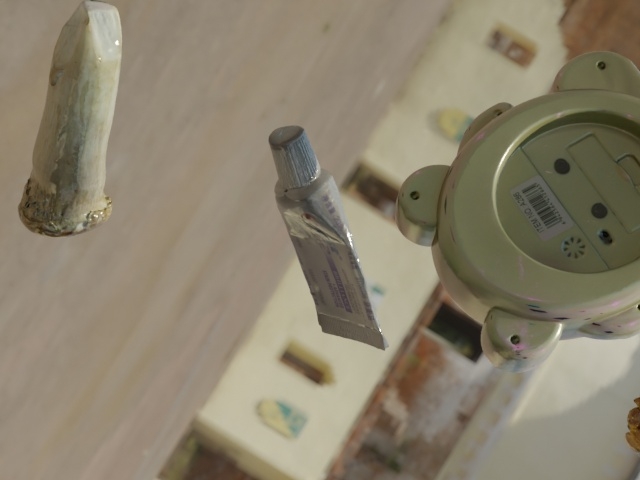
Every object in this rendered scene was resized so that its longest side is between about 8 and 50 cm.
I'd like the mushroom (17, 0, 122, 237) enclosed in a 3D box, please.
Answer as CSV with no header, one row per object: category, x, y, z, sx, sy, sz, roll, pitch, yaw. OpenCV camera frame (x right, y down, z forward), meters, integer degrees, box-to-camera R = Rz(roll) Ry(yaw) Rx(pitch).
mushroom,-0.207,-0.101,1.334,0.071,0.084,0.209,-125,-136,-53

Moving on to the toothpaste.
toothpaste,0.000,-0.001,1.749,0.068,0.282,0.099,-21,-152,-6

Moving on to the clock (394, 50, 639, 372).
clock,0.256,-0.026,1.599,0.309,0.284,0.114,-29,163,-13

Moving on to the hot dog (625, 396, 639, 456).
hot dog,0.362,0.206,1.630,0.165,0.045,0.071,33,80,-55
